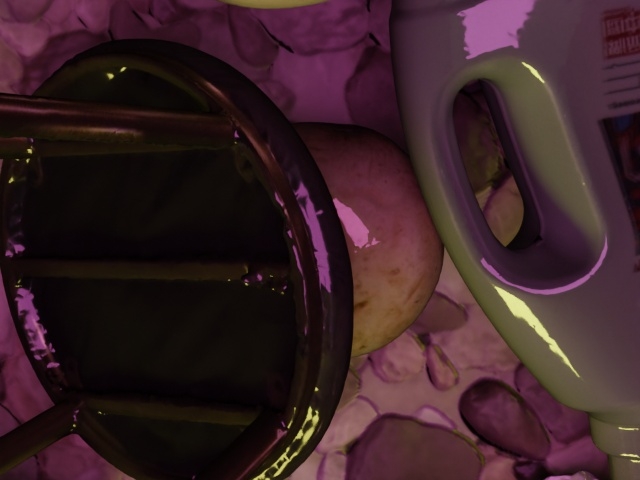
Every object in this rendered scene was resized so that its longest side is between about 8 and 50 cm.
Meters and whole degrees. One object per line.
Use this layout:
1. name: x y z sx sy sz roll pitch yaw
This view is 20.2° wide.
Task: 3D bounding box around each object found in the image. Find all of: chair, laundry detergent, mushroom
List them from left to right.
1. chair: -0.218 0.059 1.013 0.365 0.410 0.361 -3 102 43
2. mushroom: 0.000 0.000 1.186 0.166 0.127 0.166 3 108 9
3. laundry detergent: 0.185 -0.016 1.160 0.264 0.125 0.397 -13 106 -19

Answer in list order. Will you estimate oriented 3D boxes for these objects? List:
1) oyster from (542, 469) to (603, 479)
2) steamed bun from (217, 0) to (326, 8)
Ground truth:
1. oyster: 0.185 0.296 1.250 0.275 0.100 0.271 10 95 -2
2. steamed bun: 0.007 -0.267 1.036 0.324 0.324 0.206 -29 118 7
